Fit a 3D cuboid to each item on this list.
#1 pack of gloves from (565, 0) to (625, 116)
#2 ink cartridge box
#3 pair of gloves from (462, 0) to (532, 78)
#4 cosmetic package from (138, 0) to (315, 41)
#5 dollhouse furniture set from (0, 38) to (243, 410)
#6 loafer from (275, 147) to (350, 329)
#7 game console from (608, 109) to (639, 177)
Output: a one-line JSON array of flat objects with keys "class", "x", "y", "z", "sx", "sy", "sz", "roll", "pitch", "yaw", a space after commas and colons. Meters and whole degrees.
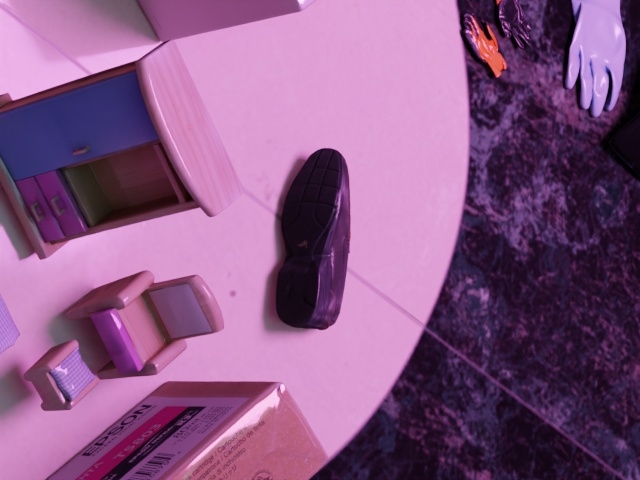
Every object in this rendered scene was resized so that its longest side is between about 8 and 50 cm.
[{"class": "pack of gloves", "x": 0.348, "y": -0.239, "z": 1.935, "sx": 0.195, "sy": 0.046, "sz": 0.232, "roll": 6, "pitch": 86, "yaw": -36}, {"class": "ink cartridge box", "x": -0.140, "y": 0.214, "z": 1.484, "sx": 0.235, "sy": 0.193, "sz": 0.088, "roll": -40, "pitch": 109, "yaw": -30}, {"class": "pair of gloves", "x": 0.179, "y": -0.214, "z": 1.835, "sx": 0.083, "sy": 0.010, "sz": 0.074, "roll": -45, "pitch": 112, "yaw": -30}, {"class": "cosmetic package", "x": -0.034, "y": -0.291, "z": 1.552, "sx": 0.225, "sy": 0.224, "sz": 0.138, "roll": -41, "pitch": 111, "yaw": -29}, {"class": "dollhouse furniture set", "x": -0.216, "y": 0.029, "z": 1.377, "sx": 0.303, "sy": 0.198, "sz": 0.286, "roll": -44, "pitch": 114, "yaw": -49}, {"class": "loafer", "x": 0.000, "y": 0.000, "z": 1.680, "sx": 0.061, "sy": 0.062, "sz": 0.170, "roll": 20, "pitch": 80, "yaw": -56}, {"class": "game console", "x": 0.372, "y": -0.124, "z": 1.953, "sx": 0.122, "sy": 0.071, "sz": 0.107, "roll": 39, "pitch": 46, "yaw": -36}]
